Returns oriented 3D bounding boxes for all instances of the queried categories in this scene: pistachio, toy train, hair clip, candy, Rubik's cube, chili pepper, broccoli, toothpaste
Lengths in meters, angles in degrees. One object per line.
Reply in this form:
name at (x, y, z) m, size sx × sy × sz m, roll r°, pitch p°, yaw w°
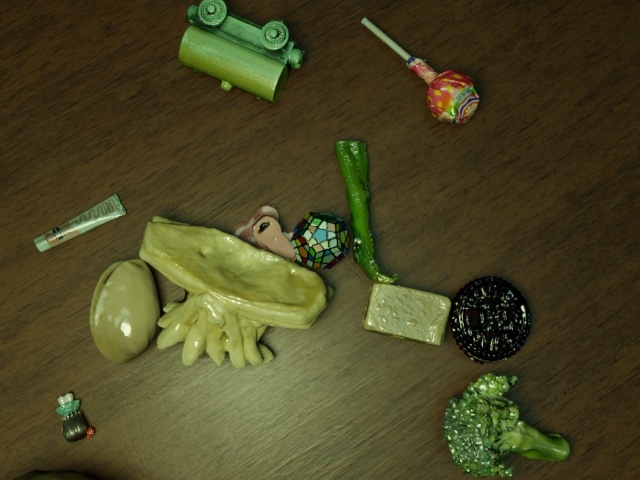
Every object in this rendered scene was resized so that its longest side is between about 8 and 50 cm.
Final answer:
pistachio at (-0.412, 0.150, 1.180) m, size 0.126 × 0.152 × 0.223 m, roll -14°, pitch 66°, yaw 41°
toy train at (-0.196, -0.452, 1.302) m, size 0.307 × 0.126 × 0.190 m, roll 24°, pitch 80°, yaw 4°
hair clip at (-0.115, -0.006, 1.265) m, size 0.123 × 0.102 × 0.138 m, roll -48°, pitch 115°, yaw -7°
candy at (0.228, -0.417, 1.316) m, size 0.124 × 0.124 × 0.365 m, roll -43°, pitch 75°, yaw -8°
Rubik's cube at (0.000, 0.000, 1.222) m, size 0.132 × 0.112 × 0.133 m, roll 1°, pitch 78°, yaw -2°
chili pepper at (0.098, -0.065, 1.246) m, size 0.084 × 0.076 × 0.359 m, roll -1°, pitch 68°, yaw -25°
broccoli at (0.381, 0.374, 1.143) m, size 0.274 × 0.177 × 0.199 m, roll -2°, pitch 76°, yaw -22°
toothpaste at (-0.551, -0.037, 1.265) m, size 0.205 × 0.036 × 0.056 m, roll -29°, pitch 79°, yaw -10°

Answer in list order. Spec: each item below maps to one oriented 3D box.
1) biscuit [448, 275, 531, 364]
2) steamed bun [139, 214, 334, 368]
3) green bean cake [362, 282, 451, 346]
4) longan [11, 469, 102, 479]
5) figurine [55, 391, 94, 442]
biscuit at (0.371, 0.173, 1.205) m, size 0.194 × 0.053 × 0.195 m, roll 2°, pitch 82°, yaw -12°
steamed bun at (-0.201, 0.133, 1.165) m, size 0.427 × 0.189 × 0.247 m, roll 19°, pitch 37°, yaw -3°
green bean cake at (0.186, 0.162, 1.205) m, size 0.179 × 0.085 × 0.109 m, roll 12°, pitch 76°, yaw 1°
longan at (-0.487, 0.612, 0.963) m, size 0.390 × 0.391 × 0.392 m, roll 0°, pitch 79°, yaw -1°
figurine at (-0.528, 0.378, 1.179) m, size 0.059 × 0.047 × 0.106 m, roll -12°, pitch 68°, yaw -39°
